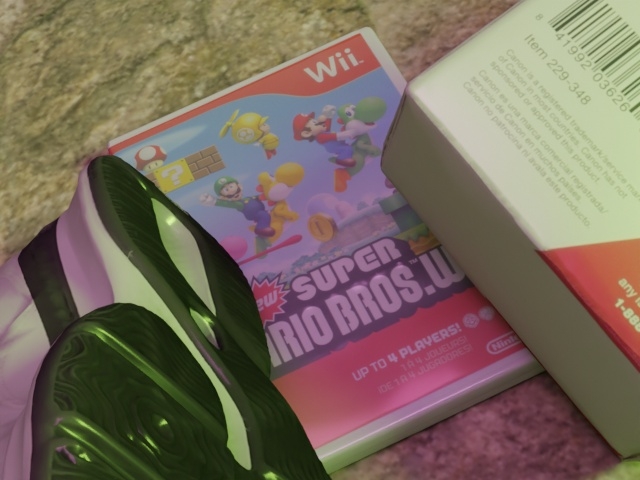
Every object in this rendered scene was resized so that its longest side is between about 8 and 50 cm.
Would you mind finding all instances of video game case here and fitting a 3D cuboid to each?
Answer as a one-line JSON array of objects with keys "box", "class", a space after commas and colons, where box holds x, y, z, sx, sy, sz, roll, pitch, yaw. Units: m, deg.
[{"box": [0.000, 0.000, 0.739, 0.204, 0.025, 0.285, -25, 55, -4], "class": "video game case"}]

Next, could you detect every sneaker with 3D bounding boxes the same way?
[{"box": [-0.136, 0.144, 0.535, 0.257, 0.169, 0.447, -43, 22, 8], "class": "sneaker"}]

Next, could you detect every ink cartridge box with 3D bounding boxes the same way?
[{"box": [0.219, -0.062, 0.630, 0.306, 0.131, 0.226, -36, 80, -14], "class": "ink cartridge box"}]
